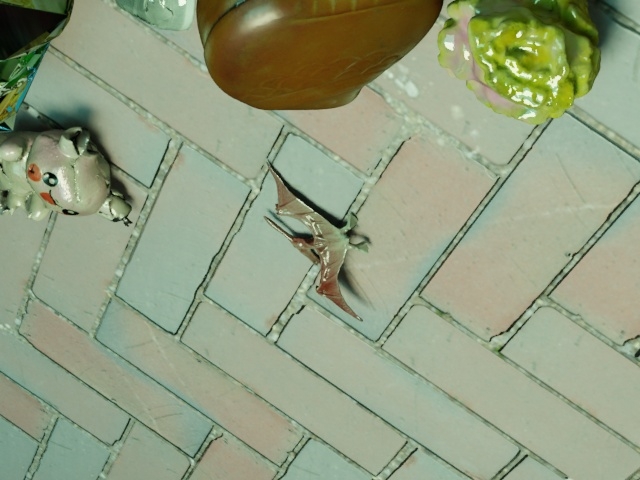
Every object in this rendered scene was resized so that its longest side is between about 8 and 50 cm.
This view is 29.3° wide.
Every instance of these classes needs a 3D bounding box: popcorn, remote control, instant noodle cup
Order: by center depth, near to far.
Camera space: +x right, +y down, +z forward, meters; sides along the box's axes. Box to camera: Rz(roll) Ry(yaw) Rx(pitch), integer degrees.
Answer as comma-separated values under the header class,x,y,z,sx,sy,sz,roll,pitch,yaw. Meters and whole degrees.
class,x,y,z,sx,sy,sz,roll,pitch,yaw
popcorn,0.177,-0.170,1.087,0.145,0.126,0.126,16,139,28
remote control,-0.163,-0.260,1.171,0.247,0.052,0.104,-141,48,-66
instant noodle cup,-0.398,-0.232,1.332,0.240,0.240,0.178,37,142,0

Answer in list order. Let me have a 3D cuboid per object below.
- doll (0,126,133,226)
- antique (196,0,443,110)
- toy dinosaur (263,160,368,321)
class,x,y,z,sx,sy,sz,roll,pitch,yaw
doll,-0.332,-0.083,1.499,0.192,0.095,0.149,9,136,23
antique,-0.002,-0.215,1.107,0.223,0.129,0.278,-12,164,-6
toy dinosaur,-0.001,0.001,1.406,0.108,0.032,0.220,-15,107,44
